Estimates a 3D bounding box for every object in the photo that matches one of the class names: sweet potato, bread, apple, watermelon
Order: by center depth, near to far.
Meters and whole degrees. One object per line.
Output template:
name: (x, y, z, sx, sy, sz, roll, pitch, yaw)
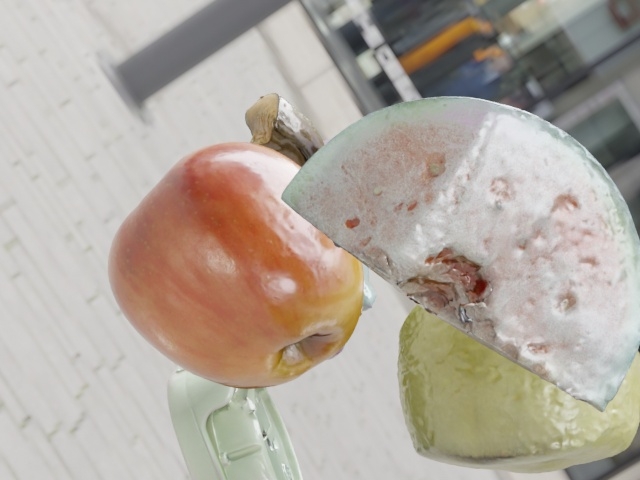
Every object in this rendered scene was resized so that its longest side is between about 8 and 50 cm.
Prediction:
watermelon: (0.143, -0.016, 1.283, 0.322, 0.188, 0.175, 37, 1, -10)
apple: (-0.083, 0.035, 1.530, 0.241, 0.242, 0.242, 45, 4, 18)
sweet potato: (-0.019, -0.036, 1.731, 0.112, 0.085, 0.286, -50, 125, -70)
bread: (0.251, 0.176, 1.888, 0.320, 0.320, 0.237, 34, 60, -69)

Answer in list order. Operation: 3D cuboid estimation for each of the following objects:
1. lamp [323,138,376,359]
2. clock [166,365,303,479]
lamp: (0.000, 0.000, 2.115, 0.247, 0.301, 0.247, 42, -30, -11)
clock: (-0.102, 0.303, 2.028, 0.265, 0.108, 0.324, -77, 146, -82)
